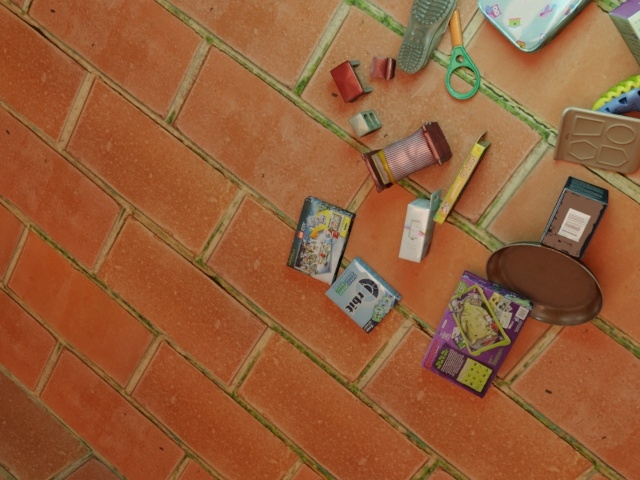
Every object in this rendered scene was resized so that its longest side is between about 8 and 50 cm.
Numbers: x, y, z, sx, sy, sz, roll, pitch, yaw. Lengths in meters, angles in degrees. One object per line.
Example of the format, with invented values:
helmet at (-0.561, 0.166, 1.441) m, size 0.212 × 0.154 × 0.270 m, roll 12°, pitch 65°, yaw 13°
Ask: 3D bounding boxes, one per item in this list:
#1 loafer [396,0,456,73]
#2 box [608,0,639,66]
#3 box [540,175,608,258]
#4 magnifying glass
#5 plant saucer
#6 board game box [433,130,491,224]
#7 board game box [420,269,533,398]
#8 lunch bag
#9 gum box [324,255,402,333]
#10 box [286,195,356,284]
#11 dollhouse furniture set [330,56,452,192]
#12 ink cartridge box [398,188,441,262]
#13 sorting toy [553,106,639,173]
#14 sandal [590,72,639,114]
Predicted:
loafer at (0.281, -0.569, 1.781) m, size 0.102 × 0.092 × 0.268 m, roll 30°, pitch 109°, yaw 13°
box at (0.737, -0.406, 1.422) m, size 0.117 × 0.213 × 0.243 m, roll -32°, pitch 101°, yaw 21°
box at (0.639, -0.062, 1.698) m, size 0.108 × 0.207 × 0.153 m, roll 24°, pitch 110°, yaw 15°
magnifying glass at (0.371, -0.493, 1.803) m, size 0.092 × 0.026 × 0.231 m, roll -5°, pitch 103°, yaw 24°
plant saucer at (0.590, 0.106, 1.780) m, size 0.310 × 0.050 × 0.310 m, roll 25°, pitch 148°, yaw 17°
board game box at (0.387, -0.170, 1.823) m, size 0.039 × 0.124 × 0.259 m, roll 29°, pitch 113°, yaw 13°
board game box at (0.438, 0.272, 1.929) m, size 0.208 × 0.056 × 0.347 m, roll 25°, pitch 122°, yaw 11°
lunch bag at (0.537, -0.620, 1.649) m, size 0.224 × 0.108 × 0.279 m, roll 48°, pitch 115°, yaw 11°
gum box at (0.130, 0.167, 2.068) m, size 0.184 × 0.041 × 0.157 m, roll 42°, pitch 115°, yaw 9°
box at (0.000, 0.000, 2.077) m, size 0.159 × 0.044 × 0.233 m, roll 23°, pitch 112°, yaw 16°
dollhouse furniture set at (0.182, -0.342, 1.849) m, size 0.201 × 0.152 × 0.374 m, roll -26°, pitch 93°, yaw 26°
ink cartridge box at (0.281, -0.050, 1.905) m, size 0.067 × 0.115 × 0.198 m, roll 15°, pitch 108°, yaw 19°
sorting toy at (0.694, -0.250, 1.669) m, size 0.208 × 0.038 × 0.193 m, roll 12°, pitch 150°, yaw 18°
sandal at (0.806, -0.349, 1.602) m, size 0.317 × 0.126 × 0.138 m, roll -23°, pitch 98°, yaw 28°
